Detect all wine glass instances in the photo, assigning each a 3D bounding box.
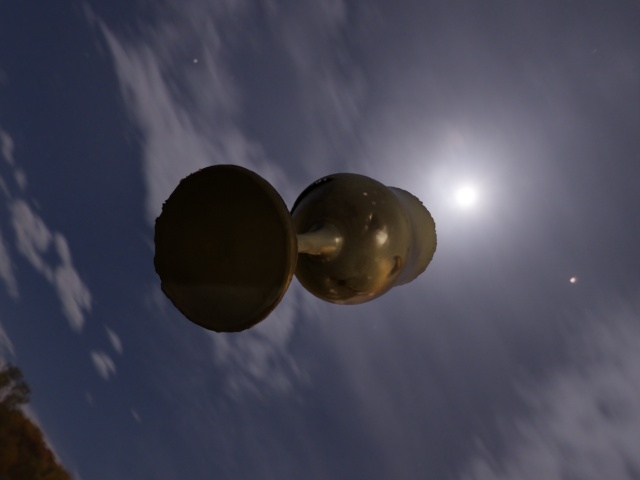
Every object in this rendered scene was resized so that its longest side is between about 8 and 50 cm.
[{"bbox_3d":[0.000,0.000,0.431,0.079,0.195,0.079,1,-88,28],"label":"wine glass"}]
